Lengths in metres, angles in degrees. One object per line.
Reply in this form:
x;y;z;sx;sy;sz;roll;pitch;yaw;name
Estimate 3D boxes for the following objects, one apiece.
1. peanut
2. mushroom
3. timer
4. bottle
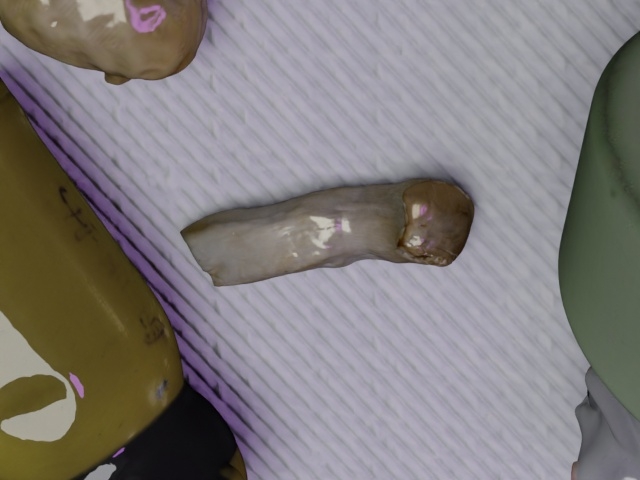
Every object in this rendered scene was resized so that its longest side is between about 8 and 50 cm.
-0.178;-0.199;1.097;0.117;0.101;0.263;-41;95;3;peanut
-0.001;-0.003;1.150;0.202;0.054;0.059;-6;103;23;mushroom
0.244;0.068;1.021;0.291;0.290;0.315;25;134;5;timer
-0.183;0.077;1.160;0.171;0.171;0.351;-30;99;22;bottle
